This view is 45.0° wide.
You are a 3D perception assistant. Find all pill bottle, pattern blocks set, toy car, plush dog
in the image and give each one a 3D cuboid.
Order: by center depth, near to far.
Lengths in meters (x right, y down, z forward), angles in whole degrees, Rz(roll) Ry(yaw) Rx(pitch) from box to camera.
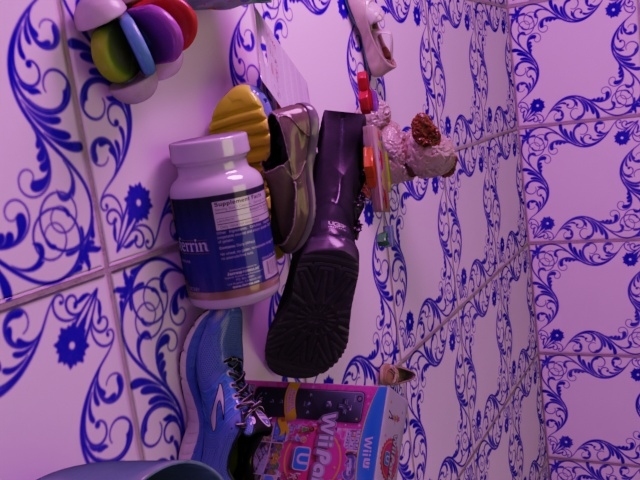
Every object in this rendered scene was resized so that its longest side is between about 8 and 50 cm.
[{"bbox_3d":[-0.248,-0.295,1.109,0.182,0.136,0.159,-59,138,-46],"label":"toy car"},{"bbox_3d":[-0.157,-0.034,1.239,0.153,0.153,0.265,-27,111,-59],"label":"pill bottle"},{"bbox_3d":[0.111,-0.144,1.533,0.285,0.026,0.325,28,57,-76],"label":"pattern blocks set"},{"bbox_3d":[0.212,-0.207,1.860,0.262,0.225,0.210,37,56,-55],"label":"plush dog"}]

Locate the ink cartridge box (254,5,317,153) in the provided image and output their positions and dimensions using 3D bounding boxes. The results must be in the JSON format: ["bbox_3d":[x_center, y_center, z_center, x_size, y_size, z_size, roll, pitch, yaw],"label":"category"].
[{"bbox_3d":[-0.083,-0.285,1.435,0.232,0.066,0.189,42,33,-51],"label":"ink cartridge box"}]

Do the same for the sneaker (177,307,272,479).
[{"bbox_3d":[-0.140,0.264,1.255,0.130,0.147,0.330,9,80,-61],"label":"sneaker"}]

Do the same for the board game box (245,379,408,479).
[{"bbox_3d":[-0.020,0.356,1.302,0.097,0.303,0.224,46,49,-51],"label":"board game box"}]

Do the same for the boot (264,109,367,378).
[{"bbox_3d":[0.001,-0.001,1.534,0.445,0.146,0.367,-88,-165,-49],"label":"boot"}]

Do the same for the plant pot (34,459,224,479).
[{"bbox_3d":[-0.267,0.399,0.914,0.293,0.235,0.293,9,80,-60],"label":"plant pot"}]

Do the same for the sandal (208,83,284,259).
[{"bbox_3d":[-0.109,-0.128,1.385,0.138,0.126,0.317,-52,141,-55],"label":"sandal"}]

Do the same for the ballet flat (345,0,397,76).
[{"bbox_3d":[0.130,-0.519,1.885,0.086,0.086,0.248,-61,138,-44],"label":"ballet flat"}]

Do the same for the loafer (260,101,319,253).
[{"bbox_3d":[-0.063,-0.103,1.272,0.087,0.094,0.251,-1,97,-35],"label":"loafer"}]

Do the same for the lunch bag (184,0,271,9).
[{"bbox_3d":[-0.159,-0.497,1.271,0.262,0.160,0.223,-32,115,-52],"label":"lunch bag"}]

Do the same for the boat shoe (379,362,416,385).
[{"bbox_3d":[0.194,0.343,1.967,0.153,0.048,0.056,23,68,-59],"label":"boat shoe"}]
